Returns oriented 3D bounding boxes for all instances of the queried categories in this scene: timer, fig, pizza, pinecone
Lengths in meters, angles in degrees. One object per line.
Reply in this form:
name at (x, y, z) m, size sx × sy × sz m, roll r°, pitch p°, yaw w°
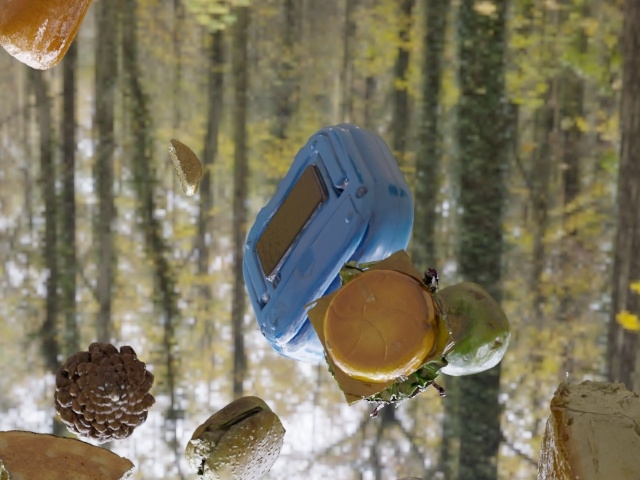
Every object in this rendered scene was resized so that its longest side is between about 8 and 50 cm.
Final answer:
timer at (0.000, 0.000, 1.929) m, size 0.115 × 0.340 × 0.309 m, roll 20°, pitch -151°, yaw -28°
fig at (0.340, 0.208, 2.740) m, size 0.206 × 0.206 × 0.275 m, roll 10°, pitch 169°, yaw 32°
pizza at (-0.528, 0.477, 2.495) m, size 0.323 × 0.089 × 0.223 m, roll 14°, pitch -153°, yaw -16°
pinecone at (-0.342, 0.241, 1.950) m, size 0.173 × 0.174 × 0.173 m, roll 2°, pitch -167°, yaw 0°

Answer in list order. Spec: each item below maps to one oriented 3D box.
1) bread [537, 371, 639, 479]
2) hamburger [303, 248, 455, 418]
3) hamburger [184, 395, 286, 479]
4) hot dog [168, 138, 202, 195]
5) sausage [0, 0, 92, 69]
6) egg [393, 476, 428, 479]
bread at (0.430, 0.362, 1.781) m, size 0.224 × 0.250 × 0.279 m, roll 2°, pitch -131°, yaw 2°
hamburger at (0.075, 0.105, 1.429) m, size 0.164 × 0.190 × 0.093 m, roll -21°, pitch 153°, yaw 14°
hamburger at (-0.150, 0.391, 2.369) m, size 0.215 × 0.189 × 0.122 m, roll -30°, pitch -126°, yaw -33°
hot dog at (-0.186, -0.105, 1.756) m, size 0.034 × 0.030 × 0.090 m, roll -12°, pitch -118°, yaw -22°
sausage at (-0.286, -0.308, 1.383) m, size 0.098 × 0.238 × 0.098 m, roll 25°, pitch 178°, yaw 1°
egg at (0.142, 0.515, 2.148) m, size 0.196 × 0.271 × 0.196 m, roll -5°, pitch -140°, yaw 4°
